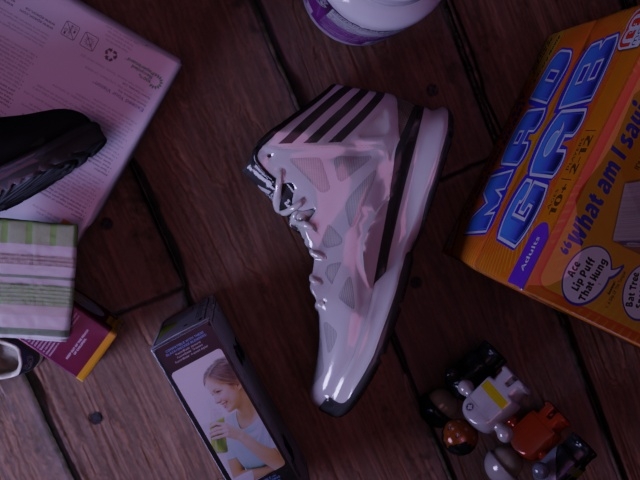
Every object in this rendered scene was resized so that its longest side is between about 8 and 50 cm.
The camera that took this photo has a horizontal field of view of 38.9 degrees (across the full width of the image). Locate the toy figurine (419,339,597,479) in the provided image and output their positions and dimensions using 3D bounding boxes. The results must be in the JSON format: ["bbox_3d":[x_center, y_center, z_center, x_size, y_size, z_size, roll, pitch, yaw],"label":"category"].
[{"bbox_3d":[0.252,0.266,1.261,0.213,0.209,0.148,44,95,-8],"label":"toy figurine"}]

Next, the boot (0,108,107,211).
[{"bbox_3d":[-0.525,-0.222,1.098,0.367,0.146,0.445,-28,93,-2],"label":"boot"}]

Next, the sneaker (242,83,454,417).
[{"bbox_3d":[0.000,0.000,1.247,0.257,0.169,0.447,17,86,0],"label":"sneaker"}]

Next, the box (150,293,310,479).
[{"bbox_3d":[-0.117,0.230,1.236,0.087,0.169,0.290,-28,100,-1],"label":"box"}]

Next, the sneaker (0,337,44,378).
[{"bbox_3d":[-0.477,0.150,1.223,0.192,0.086,0.064,6,95,-7],"label":"sneaker"}]

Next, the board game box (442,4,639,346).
[{"bbox_3d":[0.429,-0.048,1.172,0.356,0.356,0.356,25,93,-9],"label":"board game box"}]

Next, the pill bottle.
[{"bbox_3d":[0.070,-0.339,1.126,0.169,0.301,0.169,-1,96,-7],"label":"pill bottle"}]

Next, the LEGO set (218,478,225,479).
[{"bbox_3d":[-0.140,0.389,1.320,0.054,0.023,0.083,-33,99,-2],"label":"LEGO set"}]

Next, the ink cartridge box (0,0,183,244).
[{"bbox_3d":[-0.403,-0.178,1.207,0.324,0.071,0.330,30,95,-8],"label":"ink cartridge box"}]

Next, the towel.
[{"bbox_3d":[-0.370,0.050,1.157,0.113,0.023,0.152,6,89,-11],"label":"towel"}]

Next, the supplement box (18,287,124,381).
[{"bbox_3d":[-0.368,0.096,1.222,0.188,0.104,0.081,36,90,-9],"label":"supplement box"}]
